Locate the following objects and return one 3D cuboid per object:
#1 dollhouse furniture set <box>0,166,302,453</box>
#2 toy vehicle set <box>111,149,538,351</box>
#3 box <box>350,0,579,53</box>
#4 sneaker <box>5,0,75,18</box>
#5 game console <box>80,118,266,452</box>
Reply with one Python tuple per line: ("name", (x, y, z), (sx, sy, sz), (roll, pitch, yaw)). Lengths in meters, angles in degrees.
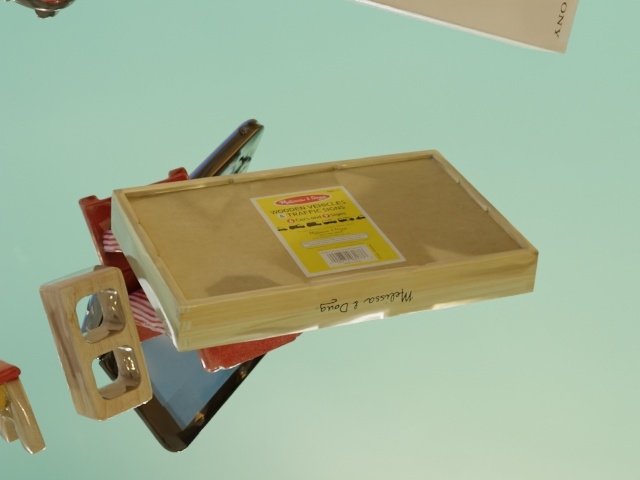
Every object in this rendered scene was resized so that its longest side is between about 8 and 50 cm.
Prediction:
("dollhouse furniture set", (-0.219, 0.062, 1.223), (0.201, 0.374, 0.152), (6, 114, 57))
("toy vehicle set", (0.000, 0.000, 1.006), (0.267, 0.166, 0.035), (-8, 123, -20))
("box", (0.112, -0.289, 1.121), (0.058, 0.322, 0.232), (22, 102, 44))
("sneaker", (-0.222, -0.308, 1.034), (0.135, 0.097, 0.276), (-17, 86, 54))
("game console", (-0.121, 0.051, 1.597), (0.173, 0.293, 0.250), (36, 143, 5))
